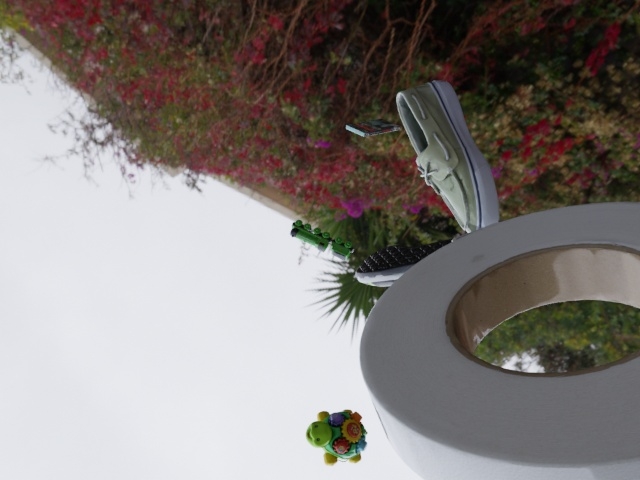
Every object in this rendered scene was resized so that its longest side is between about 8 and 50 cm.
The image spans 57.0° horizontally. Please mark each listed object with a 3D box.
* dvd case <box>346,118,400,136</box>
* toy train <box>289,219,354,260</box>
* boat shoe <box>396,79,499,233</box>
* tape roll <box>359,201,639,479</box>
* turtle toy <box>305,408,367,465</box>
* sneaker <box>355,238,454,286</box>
[{"bbox_3d":[0.141,-0.304,1.583,0.119,0.013,0.087,-17,-148,-27],"label":"dvd case"},{"bbox_3d":[0.000,0.000,0.704,0.083,0.017,0.023,23,-121,15],"label":"toy train"},{"bbox_3d":[0.206,-0.132,0.984,0.094,0.109,0.302,-12,-116,-7],"label":"boat shoe"},{"bbox_3d":[0.226,0.082,0.553,0.392,0.392,0.072,-42,-62,-40],"label":"tape roll"},{"bbox_3d":[0.030,0.336,1.018,0.130,0.066,0.095,6,-123,-30],"label":"turtle toy"},{"bbox_3d":[0.161,0.064,0.970,0.084,0.235,0.097,-46,-64,-39],"label":"sneaker"}]
